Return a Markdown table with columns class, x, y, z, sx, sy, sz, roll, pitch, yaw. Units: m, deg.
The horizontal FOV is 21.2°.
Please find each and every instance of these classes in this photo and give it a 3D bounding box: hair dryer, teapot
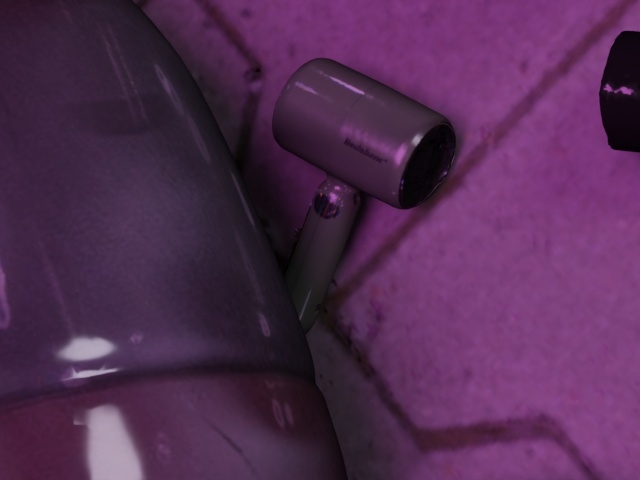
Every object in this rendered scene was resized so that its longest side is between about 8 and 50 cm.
| class | x | y | z | sx | sy | sz | roll | pitch | yaw |
| --- | --- | --- | --- | --- | --- | --- | --- | --- | --- |
| hair dryer | 0.000 | 0.000 | 0.758 | 0.071 | 0.047 | 0.150 | 30 | 107 | 27 |
| teapot | -0.154 | 0.021 | 0.758 | 0.315 | 0.233 | 0.312 | -40 | 60 | 51 |

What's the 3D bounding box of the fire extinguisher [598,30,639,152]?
| class | x | y | z | sx | sy | sz | roll | pitch | yaw |
| --- | --- | --- | --- | --- | --- | --- | --- | --- | --- |
| fire extinguisher | 0.198 | -0.053 | 0.651 | 0.177 | 0.050 | 0.062 | 7 | 52 | 27 |
